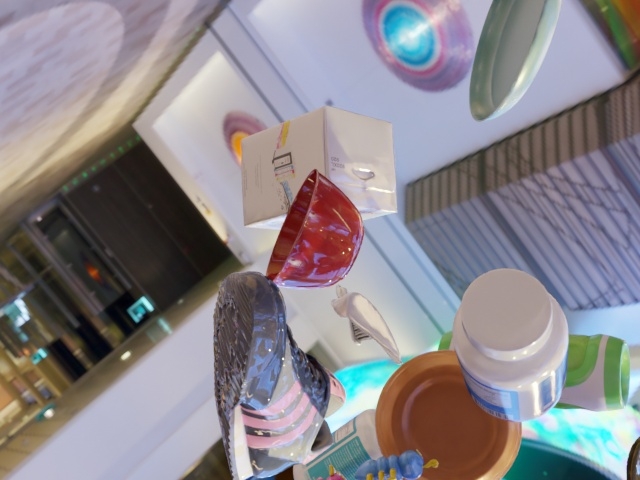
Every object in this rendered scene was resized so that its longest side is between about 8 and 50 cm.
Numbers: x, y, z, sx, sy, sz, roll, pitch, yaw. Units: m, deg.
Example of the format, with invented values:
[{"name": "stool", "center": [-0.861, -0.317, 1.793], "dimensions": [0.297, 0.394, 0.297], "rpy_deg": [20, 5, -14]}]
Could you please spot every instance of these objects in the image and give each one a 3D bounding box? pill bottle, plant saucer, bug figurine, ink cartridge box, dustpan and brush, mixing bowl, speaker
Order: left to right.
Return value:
[{"name": "ink cartridge box", "center": [-0.005, -0.117, 1.417], "dimensions": [0.171, 0.168, 0.232], "rpy_deg": [5, 168, -42]}, {"name": "mixing bowl", "center": [0.000, 0.000, 1.142], "dimensions": [0.181, 0.098, 0.181], "rpy_deg": [-62, -168, 23]}, {"name": "dustpan and brush", "center": [0.061, 0.126, 1.389], "dimensions": [0.060, 0.147, 0.211], "rpy_deg": [-39, -152, 18]}, {"name": "pill bottle", "center": [0.082, 0.447, 1.658], "dimensions": [0.264, 0.146, 0.146], "rpy_deg": [-38, -172, 18]}, {"name": "bug figurine", "center": [0.066, 0.361, 1.082], "dimensions": [0.216, 0.279, 0.072], "rpy_deg": [-13, -133, 8]}, {"name": "plant saucer", "center": [0.173, 0.246, 1.079], "dimensions": [0.200, 0.200, 0.037], "rpy_deg": [-38, 169, -4]}, {"name": "pill bottle", "center": [0.214, 0.117, 0.897], "dimensions": [0.124, 0.124, 0.221], "rpy_deg": [-39, 150, -7]}, {"name": "plant saucer", "center": [0.332, -0.350, 1.357], "dimensions": [0.317, 0.043, 0.318], "rpy_deg": [-165, -90, -82]}, {"name": "speaker", "center": [0.349, 0.211, 1.327], "dimensions": [0.296, 0.131, 0.131], "rpy_deg": [-1, -152, 29]}]

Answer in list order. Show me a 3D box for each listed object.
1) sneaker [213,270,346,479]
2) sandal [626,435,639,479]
[{"name": "sneaker", "center": [-0.036, 0.132, 0.799], "dimensions": [0.131, 0.112, 0.319], "rpy_deg": [-9, 144, -14]}, {"name": "sandal", "center": [0.567, 0.432, 1.357], "dimensions": [0.090, 0.219, 0.060], "rpy_deg": [-13, -171, -42]}]
